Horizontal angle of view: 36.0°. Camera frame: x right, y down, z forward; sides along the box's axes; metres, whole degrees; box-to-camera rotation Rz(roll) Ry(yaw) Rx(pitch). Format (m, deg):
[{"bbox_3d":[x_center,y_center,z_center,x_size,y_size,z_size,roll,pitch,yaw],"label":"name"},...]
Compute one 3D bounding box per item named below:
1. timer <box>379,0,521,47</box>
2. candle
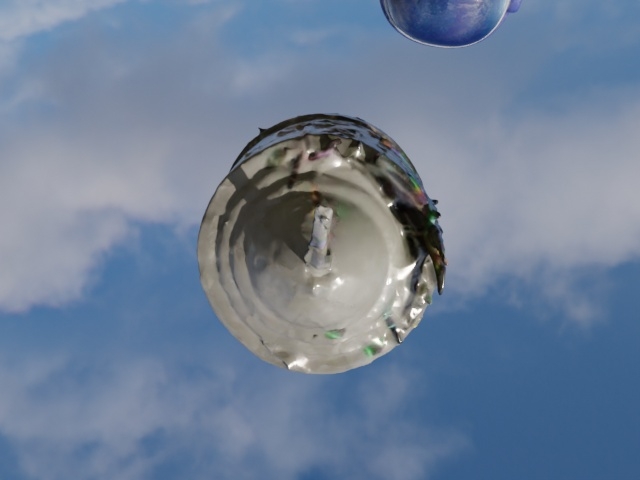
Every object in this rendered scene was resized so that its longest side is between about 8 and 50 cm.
[{"bbox_3d":[0.144,-0.354,0.910,0.270,0.383,0.270,4,-142,-3],"label":"timer"},{"bbox_3d":[0.000,0.000,0.748,0.187,0.187,0.330,-6,-169,3],"label":"candle"}]
